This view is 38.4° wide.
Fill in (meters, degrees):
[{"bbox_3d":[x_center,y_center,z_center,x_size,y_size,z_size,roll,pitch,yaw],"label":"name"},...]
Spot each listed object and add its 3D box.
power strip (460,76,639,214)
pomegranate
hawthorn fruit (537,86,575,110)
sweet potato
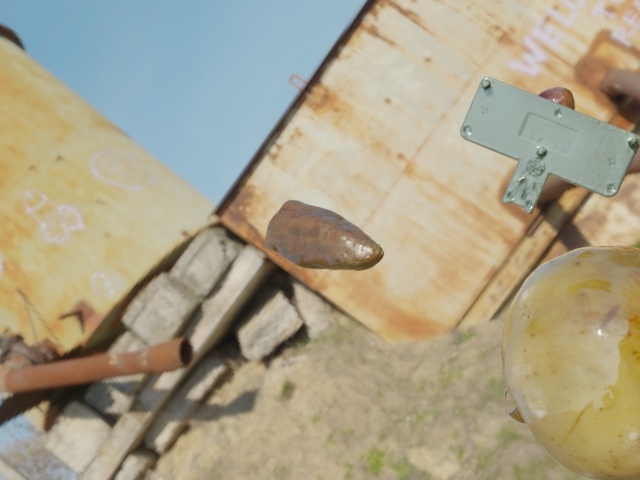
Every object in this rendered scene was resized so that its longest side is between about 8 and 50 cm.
[{"bbox_3d":[0.281,-0.107,1.180,0.145,0.216,0.061,-68,-13,8],"label":"power strip"},{"bbox_3d":[0.402,0.181,1.310,0.338,0.338,0.338,-53,-6,-8],"label":"pomegranate"},{"bbox_3d":[0.362,-0.215,1.480,0.103,0.066,0.066,-4,-35,-27],"label":"hawthorn fruit"},{"bbox_3d":[0.000,0.000,1.365,0.097,0.097,0.252,-52,36,-14],"label":"sweet potato"}]
